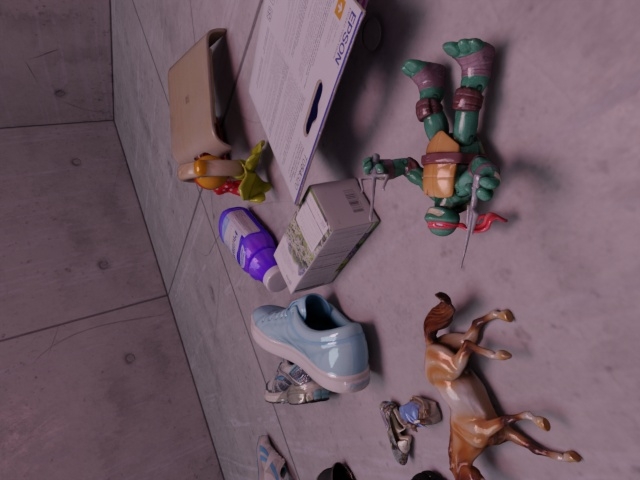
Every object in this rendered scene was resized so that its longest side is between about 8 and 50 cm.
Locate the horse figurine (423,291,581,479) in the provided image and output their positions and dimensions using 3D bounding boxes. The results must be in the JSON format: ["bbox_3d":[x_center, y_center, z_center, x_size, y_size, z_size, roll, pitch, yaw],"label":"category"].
[{"bbox_3d":[0.199,0.192,0.552,0.174,0.066,0.263,-38,72,52],"label":"horse figurine"}]

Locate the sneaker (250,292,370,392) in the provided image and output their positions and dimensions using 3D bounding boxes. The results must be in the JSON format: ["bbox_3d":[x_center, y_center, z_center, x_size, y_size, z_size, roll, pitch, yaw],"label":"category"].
[{"bbox_3d":[-0.029,0.169,0.886,0.366,0.135,0.150,14,107,48],"label":"sneaker"}]

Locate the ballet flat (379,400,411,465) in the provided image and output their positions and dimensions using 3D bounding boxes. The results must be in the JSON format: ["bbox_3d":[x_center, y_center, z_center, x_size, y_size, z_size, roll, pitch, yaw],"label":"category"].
[{"bbox_3d":[0.138,0.340,0.750,0.041,0.041,0.114,-30,77,60],"label":"ballet flat"}]

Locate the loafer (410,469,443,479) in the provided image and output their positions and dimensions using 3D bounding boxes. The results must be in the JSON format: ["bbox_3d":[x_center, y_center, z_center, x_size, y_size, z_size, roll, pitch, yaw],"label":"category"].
[{"bbox_3d":[0.216,0.447,0.631,0.223,0.076,0.078,32,134,57],"label":"loafer"}]

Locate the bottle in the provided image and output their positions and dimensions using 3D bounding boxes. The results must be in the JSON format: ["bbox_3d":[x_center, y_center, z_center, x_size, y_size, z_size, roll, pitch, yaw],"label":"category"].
[{"bbox_3d":[-0.169,0.022,1.078,0.283,0.092,0.118,45,138,42],"label":"bottle"}]

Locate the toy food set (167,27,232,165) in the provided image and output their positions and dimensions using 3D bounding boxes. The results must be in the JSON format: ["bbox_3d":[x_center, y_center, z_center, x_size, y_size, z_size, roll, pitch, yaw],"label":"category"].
[{"bbox_3d":[-0.301,-0.355,1.100,0.220,0.093,0.305,-8,86,47],"label":"toy food set"}]

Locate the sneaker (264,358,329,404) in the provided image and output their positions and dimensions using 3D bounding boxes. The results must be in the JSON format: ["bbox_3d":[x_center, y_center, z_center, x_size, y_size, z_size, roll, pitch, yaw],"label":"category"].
[{"bbox_3d":[-0.059,0.335,1.049,0.283,0.110,0.122,-34,55,57],"label":"sneaker"}]

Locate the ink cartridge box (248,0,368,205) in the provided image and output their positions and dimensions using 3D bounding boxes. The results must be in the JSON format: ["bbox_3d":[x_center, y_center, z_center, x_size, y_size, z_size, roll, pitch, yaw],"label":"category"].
[{"bbox_3d":[-0.024,-0.282,0.682,0.330,0.072,0.324,66,149,31],"label":"ink cartridge box"}]

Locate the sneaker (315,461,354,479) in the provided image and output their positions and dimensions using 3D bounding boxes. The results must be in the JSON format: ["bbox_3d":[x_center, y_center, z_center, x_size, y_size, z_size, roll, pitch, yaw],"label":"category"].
[{"bbox_3d":[0.059,0.629,0.966,0.222,0.083,0.118,58,146,30],"label":"sneaker"}]

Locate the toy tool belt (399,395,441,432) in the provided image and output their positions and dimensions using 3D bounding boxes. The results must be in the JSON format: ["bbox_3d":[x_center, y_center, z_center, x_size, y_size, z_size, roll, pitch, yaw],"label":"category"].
[{"bbox_3d":[0.150,0.280,0.686,0.083,0.051,0.052,-35,72,59],"label":"toy tool belt"}]

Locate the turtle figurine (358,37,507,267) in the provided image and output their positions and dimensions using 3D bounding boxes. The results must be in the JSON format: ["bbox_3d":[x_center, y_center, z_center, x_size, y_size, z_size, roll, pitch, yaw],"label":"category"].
[{"bbox_3d":[0.134,-0.091,0.486,0.175,0.118,0.234,6,93,44],"label":"turtle figurine"}]

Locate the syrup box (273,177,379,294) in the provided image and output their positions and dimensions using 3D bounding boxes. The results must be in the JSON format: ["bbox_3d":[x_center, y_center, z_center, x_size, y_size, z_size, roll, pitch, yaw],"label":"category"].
[{"bbox_3d":[0.000,0.000,0.775,0.093,0.096,0.237,65,149,23],"label":"syrup box"}]

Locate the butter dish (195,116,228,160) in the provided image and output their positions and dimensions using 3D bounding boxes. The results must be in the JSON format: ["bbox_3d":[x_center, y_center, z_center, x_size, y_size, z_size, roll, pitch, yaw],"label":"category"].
[{"bbox_3d":[-0.348,-0.264,1.235,0.160,0.118,0.160,0,102,61],"label":"butter dish"}]

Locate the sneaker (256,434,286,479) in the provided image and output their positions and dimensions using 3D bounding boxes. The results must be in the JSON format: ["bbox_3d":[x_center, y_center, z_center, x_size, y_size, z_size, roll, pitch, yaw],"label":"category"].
[{"bbox_3d":[-0.162,0.739,1.400,0.228,0.092,0.087,-121,25,-64],"label":"sneaker"}]

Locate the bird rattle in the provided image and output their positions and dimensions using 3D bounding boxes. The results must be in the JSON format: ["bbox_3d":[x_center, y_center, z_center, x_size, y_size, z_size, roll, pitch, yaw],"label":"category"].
[{"bbox_3d":[-0.236,-0.169,1.012,0.254,0.207,0.142,13,102,50],"label":"bird rattle"}]
